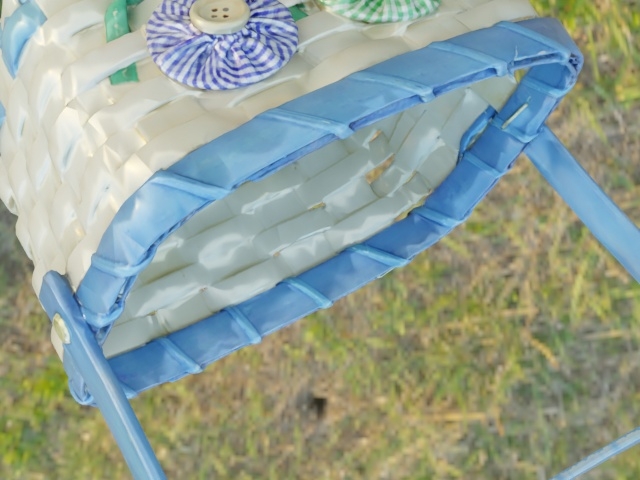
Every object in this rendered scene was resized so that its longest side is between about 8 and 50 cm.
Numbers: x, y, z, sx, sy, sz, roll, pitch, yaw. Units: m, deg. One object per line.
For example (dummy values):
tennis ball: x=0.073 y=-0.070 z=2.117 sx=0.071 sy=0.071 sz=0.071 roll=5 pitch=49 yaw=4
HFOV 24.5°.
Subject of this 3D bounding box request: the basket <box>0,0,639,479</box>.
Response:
basket: x=0.000 y=0.000 z=0.613 sx=0.254 sy=0.289 sz=0.201 roll=-29 pitch=167 yaw=-29
